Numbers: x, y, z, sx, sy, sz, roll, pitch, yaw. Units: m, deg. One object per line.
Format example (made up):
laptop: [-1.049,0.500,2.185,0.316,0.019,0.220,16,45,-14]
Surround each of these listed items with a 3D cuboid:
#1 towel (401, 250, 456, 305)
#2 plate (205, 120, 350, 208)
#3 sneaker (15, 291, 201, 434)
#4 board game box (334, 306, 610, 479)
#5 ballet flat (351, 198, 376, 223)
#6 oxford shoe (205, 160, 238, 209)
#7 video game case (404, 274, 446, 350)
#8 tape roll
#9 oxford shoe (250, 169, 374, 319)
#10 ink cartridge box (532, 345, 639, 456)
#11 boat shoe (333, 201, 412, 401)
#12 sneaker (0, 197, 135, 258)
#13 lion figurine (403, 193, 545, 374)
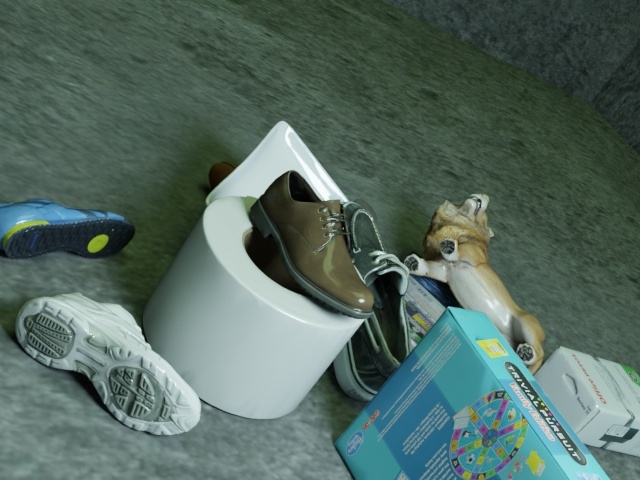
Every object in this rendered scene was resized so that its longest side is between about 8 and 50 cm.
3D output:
towel: [0.202,0.066,1.818,0.119,0.029,0.067,37,25,4]
plate: [-0.039,-0.012,1.521,0.277,0.045,0.278,51,38,-12]
sneaker: [-0.223,0.126,1.138,0.232,0.090,0.115,37,22,2]
board game box: [0.183,0.286,1.161,0.079,0.254,0.336,10,36,-42]
ballet flat: [0.051,0.011,1.712,0.084,0.058,0.250,39,29,-17]
oxford shoe: [-0.146,-0.056,1.556,0.076,0.076,0.212,12,35,-32]
video game case: [0.169,0.141,1.660,0.201,0.023,0.183,45,27,16]
tape roll: [-0.082,0.084,1.282,0.246,0.169,0.246,28,26,-15]
oxford shoe: [0.000,0.000,1.221,0.082,0.096,0.227,2,43,-52]
ink cartridge box: [0.488,0.280,1.732,0.208,0.087,0.153,19,30,-33]
boat shoe: [0.081,0.071,1.464,0.121,0.119,0.335,23,45,-38]
sneaker: [-0.331,-0.024,1.282,0.209,0.069,0.082,-1,39,-51]
lion figurine: [0.287,0.097,1.726,0.240,0.142,0.392,5,56,-59]
